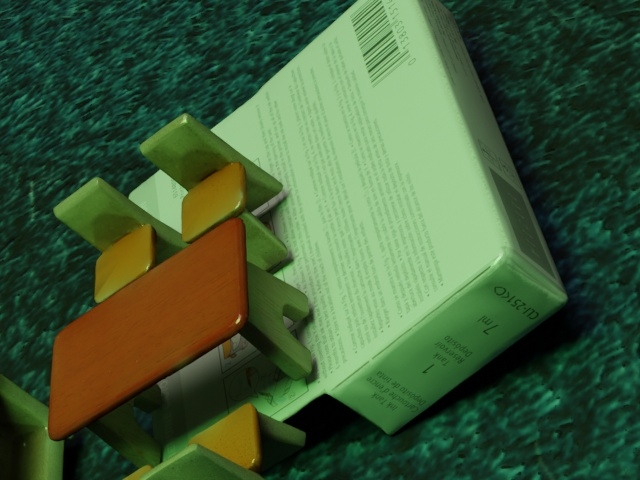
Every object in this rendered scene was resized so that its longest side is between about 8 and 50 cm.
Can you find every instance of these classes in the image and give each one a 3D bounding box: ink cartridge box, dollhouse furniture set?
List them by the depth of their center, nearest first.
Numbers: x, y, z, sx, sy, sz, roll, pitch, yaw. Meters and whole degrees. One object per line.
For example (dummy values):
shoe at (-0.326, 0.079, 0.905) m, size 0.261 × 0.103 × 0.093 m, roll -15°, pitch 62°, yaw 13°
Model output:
dollhouse furniture set at (-0.138, 0.077, 0.923) m, size 0.259 × 0.135 × 0.262 m, roll -33°, pitch 39°, yaw 25°
ink cartridge box at (0.000, 0.000, 1.010) m, size 0.261 × 0.066 × 0.296 m, roll -38°, pitch 37°, yaw 21°
